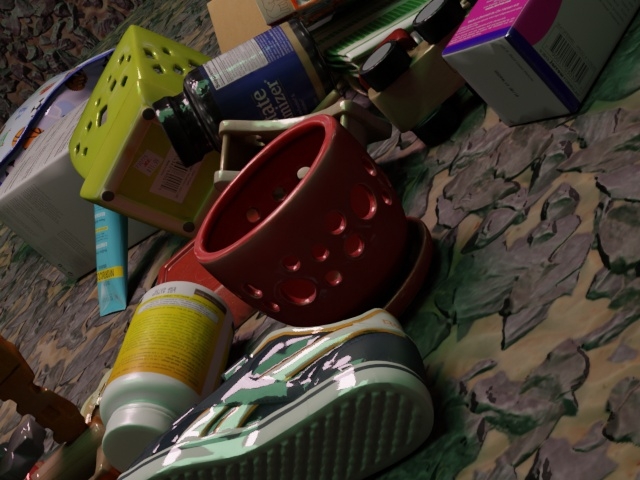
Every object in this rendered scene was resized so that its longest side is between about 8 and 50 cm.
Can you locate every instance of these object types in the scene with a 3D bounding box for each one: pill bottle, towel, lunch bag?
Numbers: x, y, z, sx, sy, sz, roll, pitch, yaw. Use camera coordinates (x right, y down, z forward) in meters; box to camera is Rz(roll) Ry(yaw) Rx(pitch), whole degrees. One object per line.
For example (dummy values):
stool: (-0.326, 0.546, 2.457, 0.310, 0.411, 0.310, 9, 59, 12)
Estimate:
pill bottle: (-0.167, 0.151, 1.252, 0.117, 0.117, 0.215, -34, 25, 29)
pill bottle: (-0.098, -0.184, 1.484, 0.219, 0.123, 0.123, -29, 22, -2)
towel: (0.088, -0.300, 1.597, 0.248, 0.038, 0.325, -32, 18, -11)
lunch bag: (-0.499, -0.203, 2.310, 0.328, 0.239, 0.385, -6, 52, 61)

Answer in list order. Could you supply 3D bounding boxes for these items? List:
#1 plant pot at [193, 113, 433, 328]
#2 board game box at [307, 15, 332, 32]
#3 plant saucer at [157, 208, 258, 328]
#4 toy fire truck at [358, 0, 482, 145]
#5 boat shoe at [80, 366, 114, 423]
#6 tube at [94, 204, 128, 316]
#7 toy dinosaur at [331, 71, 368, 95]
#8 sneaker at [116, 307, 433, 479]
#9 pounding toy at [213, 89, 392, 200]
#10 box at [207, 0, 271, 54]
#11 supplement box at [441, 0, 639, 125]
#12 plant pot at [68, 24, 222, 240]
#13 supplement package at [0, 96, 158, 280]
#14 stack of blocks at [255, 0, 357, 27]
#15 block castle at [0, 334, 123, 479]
plant pot: (0.000, 0.000, 1.131, 0.191, 0.174, 0.191, -38, 24, 21)
board game box: (0.016, -0.472, 1.914, 0.224, 0.097, 0.303, -58, 8, 42)
plant saucer: (-0.125, 0.035, 1.472, 0.259, 0.048, 0.258, -41, 22, 16)
toy fire truck: (0.137, -0.261, 1.367, 0.217, 0.158, 0.246, -41, 18, 15)
boat shoe: (-0.257, 0.197, 1.428, 0.045, 0.050, 0.135, -39, 23, 32)
tube: (-0.317, 0.008, 1.763, 0.080, 0.052, 0.207, -19, 71, 56)
toy dinosaur: (0.036, -0.250, 1.654, 0.092, 0.053, 0.183, -32, 26, 29)
sneaker: (-0.048, 0.170, 1.002, 0.321, 0.126, 0.127, -28, 31, 16)
pounding toy: (-0.034, -0.128, 1.373, 0.269, 0.154, 0.155, -13, 68, 53)
box: (-0.108, -0.317, 1.870, 0.021, 0.201, 0.164, -17, -1, -38)
supplement box: (0.241, -0.239, 1.186, 0.220, 0.111, 0.114, -55, 23, -21)
plant pot: (-0.216, -0.139, 1.655, 0.228, 0.227, 0.207, -59, 24, 21)
supplement package: (-0.379, -0.102, 1.955, 0.262, 0.199, 0.198, -27, 29, 38)
stack of blocks: (0.001, -0.364, 1.594, 0.171, 0.087, 0.297, -25, 5, 8)
block castle: (-0.355, 0.289, 1.115, 0.213, 0.303, 0.453, -43, 21, 12)
